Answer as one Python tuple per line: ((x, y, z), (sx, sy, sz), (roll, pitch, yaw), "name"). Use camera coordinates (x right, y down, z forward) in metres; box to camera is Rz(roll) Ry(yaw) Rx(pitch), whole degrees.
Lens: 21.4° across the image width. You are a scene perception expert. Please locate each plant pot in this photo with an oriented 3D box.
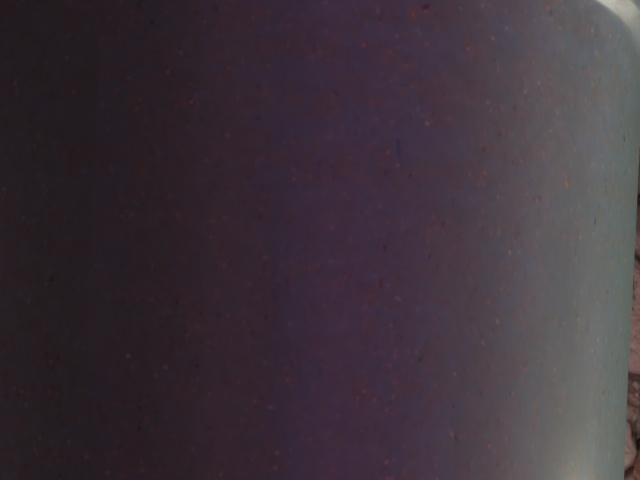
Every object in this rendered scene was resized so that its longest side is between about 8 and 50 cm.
((-0.024, 0.017, 0.643), (0.341, 0.341, 0.334), (55, 35, -70), "plant pot")
